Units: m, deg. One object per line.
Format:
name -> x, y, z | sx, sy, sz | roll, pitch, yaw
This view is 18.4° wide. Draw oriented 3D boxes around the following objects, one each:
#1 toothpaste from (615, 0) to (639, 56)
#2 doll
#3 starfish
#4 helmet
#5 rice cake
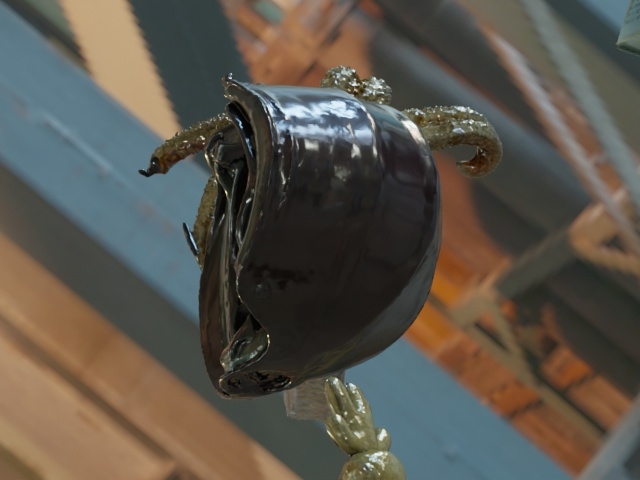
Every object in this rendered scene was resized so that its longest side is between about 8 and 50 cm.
toothpaste -> 0.315, -0.197, 1.509 | 0.313, 0.071, 0.089 | 171, 116, -77
doll -> 0.032, 0.136, 1.343 | 0.051, 0.061, 0.093 | -19, 63, 35
starfish -> -0.003, -0.069, 1.791 | 0.303, 0.113, 0.312 | -29, 27, -26
helmet -> 0.000, 0.000, 1.570 | 0.305, 0.177, 0.225 | 106, 160, -62
rice cake -> -0.006, 0.128, 1.999 | 0.399, 0.064, 0.070 | 97, -179, -77
